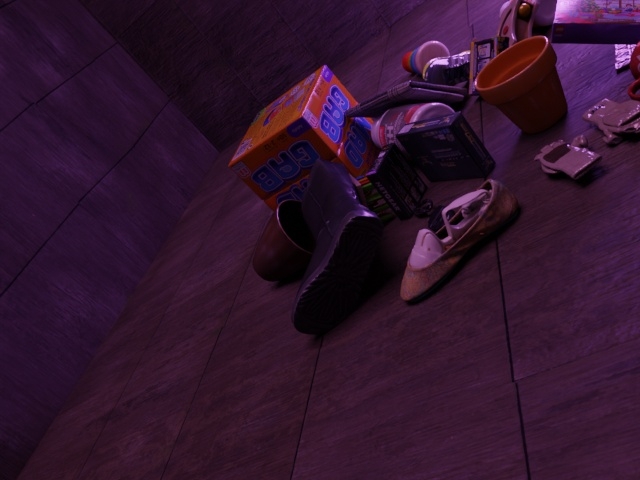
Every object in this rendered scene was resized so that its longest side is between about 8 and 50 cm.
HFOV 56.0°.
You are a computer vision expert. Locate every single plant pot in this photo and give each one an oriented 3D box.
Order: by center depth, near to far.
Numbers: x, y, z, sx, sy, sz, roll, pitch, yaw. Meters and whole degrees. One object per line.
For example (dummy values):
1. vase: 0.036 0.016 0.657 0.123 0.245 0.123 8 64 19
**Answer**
1. plant pot: 0.537 -0.388 1.564 0.205 0.188 0.205 -34 24 18
2. plant pot: -0.111 0.024 1.914 0.230 0.215 0.215 -45 17 34

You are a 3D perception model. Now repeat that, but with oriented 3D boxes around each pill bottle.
1. pill bottle: 0.288 -0.344 1.916 0.176 0.176 0.318 -46 22 -8
2. pill bottle: 0.721 -0.796 2.087 0.121 0.121 0.216 -44 22 -4

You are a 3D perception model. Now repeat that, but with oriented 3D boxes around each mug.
1. mug: 0.757 -0.358 1.287 0.169 0.113 0.150 -111 30 -62

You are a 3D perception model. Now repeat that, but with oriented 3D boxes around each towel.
1. towel: 0.296 -0.460 2.048 0.324 0.056 0.312 -7 -4 -40

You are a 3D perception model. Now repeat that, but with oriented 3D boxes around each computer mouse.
1. computer mouse: 0.301 -0.064 1.581 0.071 0.041 0.242 -58 16 7

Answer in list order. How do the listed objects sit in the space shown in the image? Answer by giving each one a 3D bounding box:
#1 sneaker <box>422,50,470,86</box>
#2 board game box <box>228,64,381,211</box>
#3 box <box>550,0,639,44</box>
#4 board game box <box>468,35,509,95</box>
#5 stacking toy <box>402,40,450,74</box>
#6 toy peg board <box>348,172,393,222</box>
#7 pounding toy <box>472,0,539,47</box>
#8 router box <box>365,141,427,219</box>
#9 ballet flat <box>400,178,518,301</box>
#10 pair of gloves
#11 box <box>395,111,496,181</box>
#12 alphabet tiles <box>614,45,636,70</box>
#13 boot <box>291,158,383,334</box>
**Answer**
1. sneaker: 0.472 -0.586 2.058 0.300 0.111 0.121 -29 24 -25
2. board game box: -0.038 -0.322 2.151 0.356 0.356 0.357 -27 30 35
3. box: 0.736 -0.557 1.497 0.293 0.057 0.201 8 45 19
4. board game box: 0.533 -0.550 1.912 0.048 0.170 0.141 -4 11 -20
5. stacking toy: 0.421 -0.745 2.514 0.141 0.141 0.330 -42 15 2
6. toy peg board: 0.148 -0.121 1.792 0.079 0.161 0.161 -21 20 -3
7. pounding toy: 0.596 -0.658 1.946 0.154 0.154 0.270 -157 83 -78
8. router box: 0.218 -0.167 1.705 0.046 0.179 0.133 -12 37 48
9. ballet flat: 0.293 -0.009 1.379 0.348 0.123 0.123 -41 22 4
10. pair of gloves: 0.608 -0.223 1.343 0.240 0.042 0.204 -40 19 2
11. box: 0.338 -0.250 1.649 0.059 0.183 0.232 -51 24 -18
12. alphabet tiles: 0.832 -0.487 1.491 0.198 0.009 0.237 -23 29 39
13. boot: 0.001 -0.002 1.668 0.367 0.146 0.445 -59 26 16
